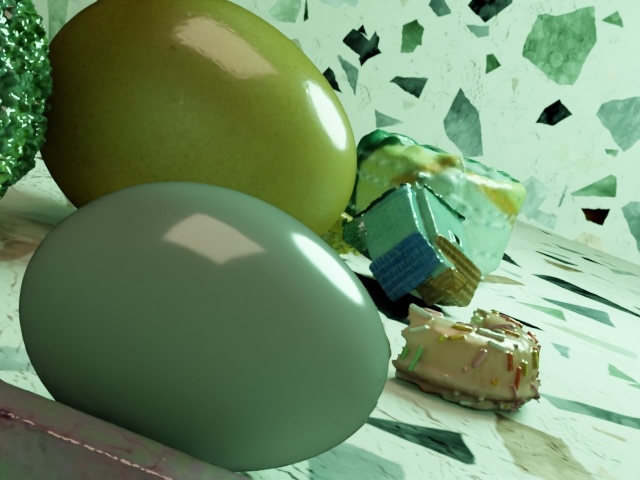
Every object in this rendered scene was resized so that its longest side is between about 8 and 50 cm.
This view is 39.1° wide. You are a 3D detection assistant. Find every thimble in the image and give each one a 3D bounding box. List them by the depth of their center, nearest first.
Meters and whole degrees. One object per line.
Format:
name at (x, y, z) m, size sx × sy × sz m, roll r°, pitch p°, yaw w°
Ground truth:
thimble at (0.157, -0.053, 1.314) m, size 0.254 × 0.167 × 0.288 m, roll 17°, pitch 10°, yaw -6°

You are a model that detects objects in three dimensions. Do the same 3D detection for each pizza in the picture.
pizza at (0.000, 0.000, 1.112) m, size 0.109 × 0.026 × 0.123 m, roll -10°, pitch -27°, yaw 15°

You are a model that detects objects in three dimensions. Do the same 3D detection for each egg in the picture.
egg at (-0.057, 0.047, 0.476) m, size 0.199 × 0.146 × 0.146 m, roll 23°, pitch 9°, yaw -13°
egg at (-0.118, -0.105, 0.866) m, size 0.322 × 0.250 × 0.250 m, roll 23°, pitch 11°, yaw 8°

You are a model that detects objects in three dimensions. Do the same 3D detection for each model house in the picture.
model house at (0.118, 0.032, 1.033) m, size 0.148 × 0.119 × 0.148 m, roll 39°, pitch 22°, yaw -36°

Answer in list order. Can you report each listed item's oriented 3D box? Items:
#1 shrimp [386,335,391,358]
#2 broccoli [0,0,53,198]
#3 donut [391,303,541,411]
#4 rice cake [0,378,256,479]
shrimp at (-0.018, 0.061, 0.769) m, size 0.101 × 0.042 × 0.190 m, roll -2°, pitch 23°, yaw -44°
broccoli at (-0.350, -0.169, 0.682) m, size 0.302 × 0.249 × 0.375 m, roll 10°, pitch 37°, yaw -21°
donut at (0.140, 0.100, 0.777) m, size 0.117 × 0.065 × 0.166 m, roll 23°, pitch 13°, yaw 27°
rice cake at (-0.148, 0.085, 0.383) m, size 0.290 × 0.051 × 0.081 m, roll 19°, pitch 10°, yaw 5°
